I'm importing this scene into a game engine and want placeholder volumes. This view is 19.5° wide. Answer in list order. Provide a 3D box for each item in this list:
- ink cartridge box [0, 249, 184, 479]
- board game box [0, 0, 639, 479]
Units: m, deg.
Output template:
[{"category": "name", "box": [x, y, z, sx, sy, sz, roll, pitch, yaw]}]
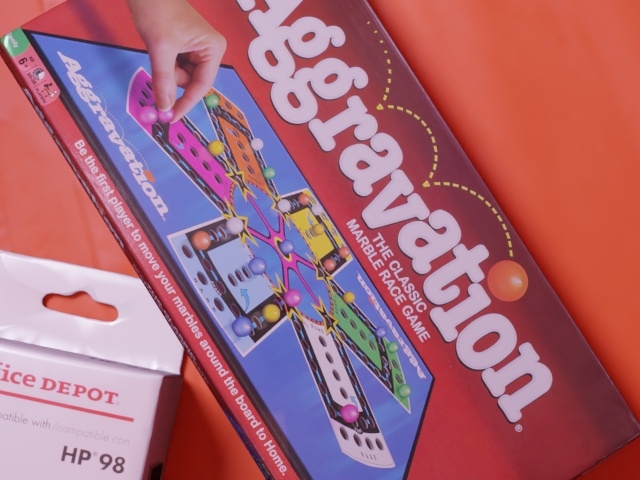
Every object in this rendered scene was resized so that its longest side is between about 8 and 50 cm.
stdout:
[{"category": "ink cartridge box", "box": [-0.122, 0.098, 0.785, 0.104, 0.060, 0.180, 11, 88, 5]}, {"category": "board game box", "box": [0.000, 0.000, 0.782, 0.145, 0.027, 0.281, -32, 85, -13]}]
